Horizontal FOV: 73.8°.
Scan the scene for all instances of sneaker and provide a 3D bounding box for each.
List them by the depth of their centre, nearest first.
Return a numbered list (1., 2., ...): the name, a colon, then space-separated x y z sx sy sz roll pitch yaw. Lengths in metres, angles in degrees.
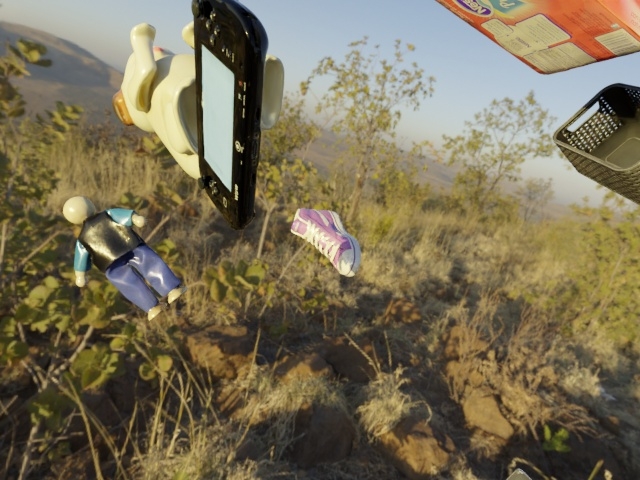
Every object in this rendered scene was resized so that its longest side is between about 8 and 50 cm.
1. sneaker: 0.000 0.001 1.207 0.161 0.102 0.282 10 27 -28

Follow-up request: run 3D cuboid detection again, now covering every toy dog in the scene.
1. toy dog: -0.316 -0.329 1.041 0.408 0.395 0.285 33 57 28

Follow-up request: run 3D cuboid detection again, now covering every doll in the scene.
1. doll: -0.271 0.020 0.567 0.189 0.129 0.046 50 4 -6

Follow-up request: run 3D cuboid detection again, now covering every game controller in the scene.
1. game controller: -0.132 -0.167 0.596 0.067 0.319 0.166 -11 46 -24

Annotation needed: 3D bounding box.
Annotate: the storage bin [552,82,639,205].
1. storage bin: 0.451 -0.144 0.621 0.084 0.122 0.180 38 18 -23

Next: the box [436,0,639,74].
1. box: 0.227 -0.326 0.465 0.300 0.142 0.154 22 1 -20

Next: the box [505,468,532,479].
1. box: 0.131 0.309 0.194 0.076 0.242 0.307 47 -5 -19
